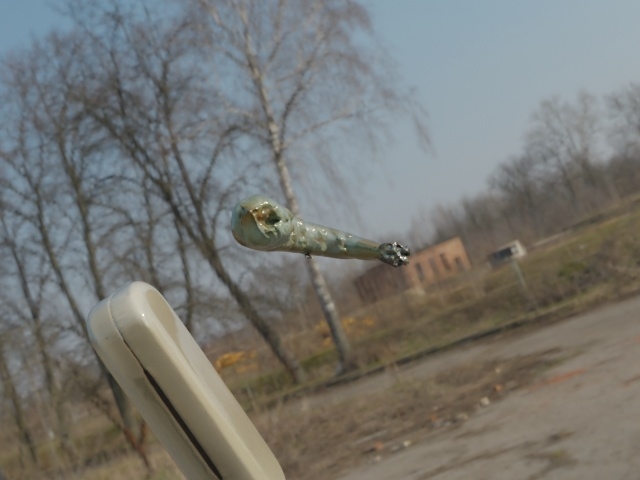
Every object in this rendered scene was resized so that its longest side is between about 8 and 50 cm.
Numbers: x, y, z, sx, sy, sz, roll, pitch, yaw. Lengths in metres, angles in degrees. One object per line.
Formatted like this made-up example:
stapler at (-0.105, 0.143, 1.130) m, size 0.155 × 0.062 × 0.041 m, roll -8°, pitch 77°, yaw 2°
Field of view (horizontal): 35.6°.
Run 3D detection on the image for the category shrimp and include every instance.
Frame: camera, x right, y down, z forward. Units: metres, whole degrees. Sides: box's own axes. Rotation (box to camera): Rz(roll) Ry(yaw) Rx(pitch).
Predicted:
shrimp at (0.000, 0.000, 0.936) m, size 0.166 × 0.049 × 0.161 m, roll 14°, pitch -4°, yaw 10°

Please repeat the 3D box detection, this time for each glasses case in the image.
glasses case at (-0.093, 0.119, 0.714) m, size 0.050 × 0.196 × 0.083 m, roll -33°, pitch 7°, yaw 6°
